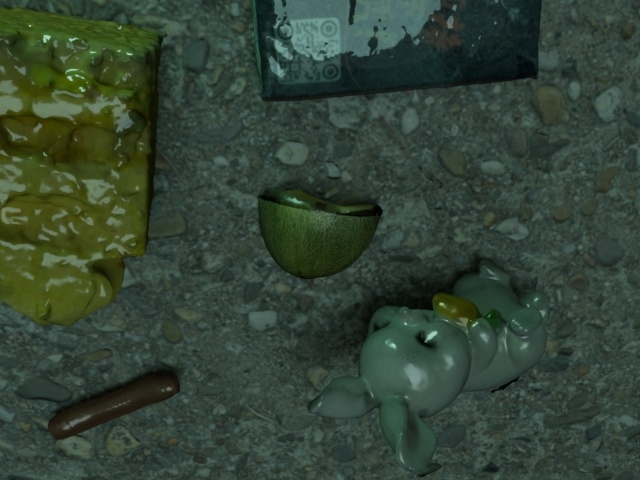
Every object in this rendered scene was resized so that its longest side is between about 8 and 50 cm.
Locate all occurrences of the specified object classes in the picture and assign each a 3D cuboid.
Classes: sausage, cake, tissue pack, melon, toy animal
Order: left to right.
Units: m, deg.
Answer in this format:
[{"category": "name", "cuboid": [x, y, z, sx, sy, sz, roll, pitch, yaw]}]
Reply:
[{"category": "cake", "cuboid": [-0.282, -0.078, 0.712, 0.223, 0.227, 0.285, 5, 112, -11]}, {"category": "sausage", "cuboid": [-0.278, 0.222, 0.941, 0.187, 0.043, 0.043, -21, 114, 1]}, {"category": "melon", "cuboid": [0.000, 0.000, 0.869, 0.160, 0.079, 0.128, 5, 111, -11]}, {"category": "tissue pack", "cuboid": [0.079, -0.276, 0.751, 0.316, 0.103, 0.227, -6, 114, -5]}, {"category": "toy animal", "cuboid": [0.148, 0.152, 0.878, 0.325, 0.209, 0.154, -43, 139, -33]}]
